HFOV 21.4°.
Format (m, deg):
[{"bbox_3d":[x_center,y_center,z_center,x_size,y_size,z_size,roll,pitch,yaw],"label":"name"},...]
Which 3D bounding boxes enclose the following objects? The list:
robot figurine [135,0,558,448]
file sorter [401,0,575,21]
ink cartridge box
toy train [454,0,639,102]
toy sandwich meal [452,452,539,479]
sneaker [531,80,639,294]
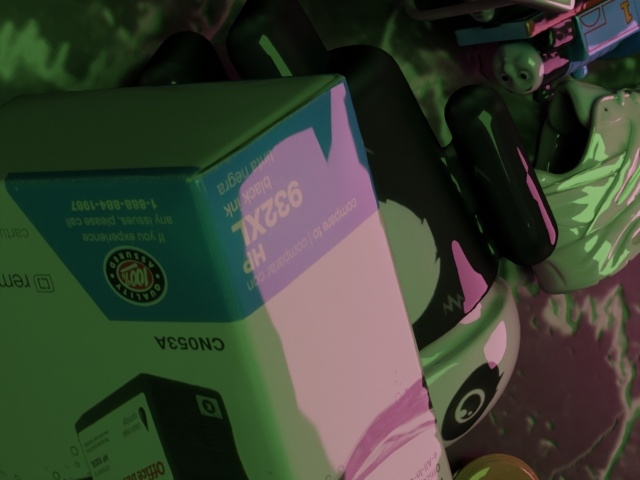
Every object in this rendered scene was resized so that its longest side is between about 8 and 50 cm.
[{"bbox_3d":[0.001,0.000,0.966,0.173,0.209,0.278,-40,109,-36],"label":"robot figurine"},{"bbox_3d":[-0.004,-0.245,0.958,0.277,0.173,0.193,10,85,-29],"label":"file sorter"},{"bbox_3d":[-0.069,0.085,0.860,0.129,0.223,0.307,-40,122,-48],"label":"ink cartridge box"},{"bbox_3d":[0.164,-0.159,1.095,0.184,0.080,0.105,-30,107,-38],"label":"toy train"},{"bbox_3d":[0.114,0.179,1.118,0.085,0.029,0.086,0,90,-24],"label":"toy sandwich meal"},{"bbox_3d":[0.211,-0.073,1.131,0.232,0.090,0.115,-42,106,-22],"label":"sneaker"}]
